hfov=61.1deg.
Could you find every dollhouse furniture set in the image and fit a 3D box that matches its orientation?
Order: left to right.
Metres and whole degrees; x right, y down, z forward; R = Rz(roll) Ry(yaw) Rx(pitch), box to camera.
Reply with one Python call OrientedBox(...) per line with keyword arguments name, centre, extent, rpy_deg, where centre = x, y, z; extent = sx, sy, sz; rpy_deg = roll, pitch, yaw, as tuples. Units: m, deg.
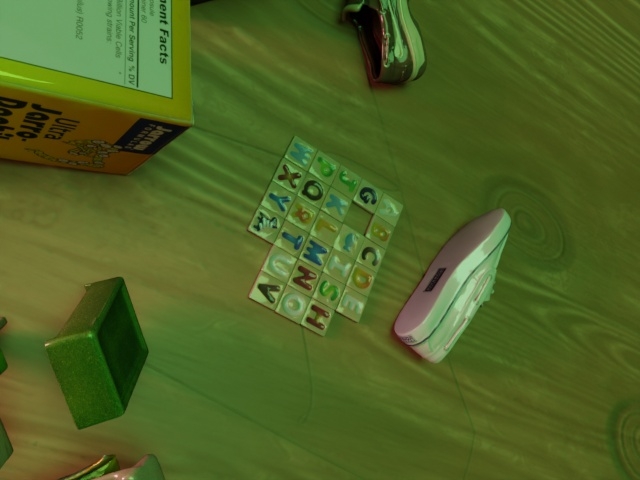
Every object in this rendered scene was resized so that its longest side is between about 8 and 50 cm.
OrientedBox(name="dollhouse furniture set", centre=(-0.262, 0.219, 0.546), extent=(0.198, 0.151, 0.301), rpy_deg=(-15, 105, -8))

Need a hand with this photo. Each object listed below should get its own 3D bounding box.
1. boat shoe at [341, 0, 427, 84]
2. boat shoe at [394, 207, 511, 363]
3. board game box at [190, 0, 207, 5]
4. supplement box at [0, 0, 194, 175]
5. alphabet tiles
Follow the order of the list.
OrientedBox(name="boat shoe", centre=(0.077, -0.360, 0.815), extent=(0.095, 0.095, 0.257), rpy_deg=(-20, 89, -22))
OrientedBox(name="boat shoe", centre=(0.210, 0.064, 0.802), extent=(0.084, 0.095, 0.258), rpy_deg=(46, 75, -16))
OrientedBox(name="board game box", centre=(-0.099, -0.385, 0.701), extent=(0.194, 0.194, 0.060), rpy_deg=(-32, 95, -42))
OrientedBox(name="supplement box", centre=(-0.318, -0.198, 0.492), extent=(0.357, 0.195, 0.194), rpy_deg=(6, 77, -37))
OrientedBox(name="alphabet tiles", centre=(0.000, 0.000, 0.749), extent=(0.198, 0.009, 0.237), rpy_deg=(31, 68, -18))
